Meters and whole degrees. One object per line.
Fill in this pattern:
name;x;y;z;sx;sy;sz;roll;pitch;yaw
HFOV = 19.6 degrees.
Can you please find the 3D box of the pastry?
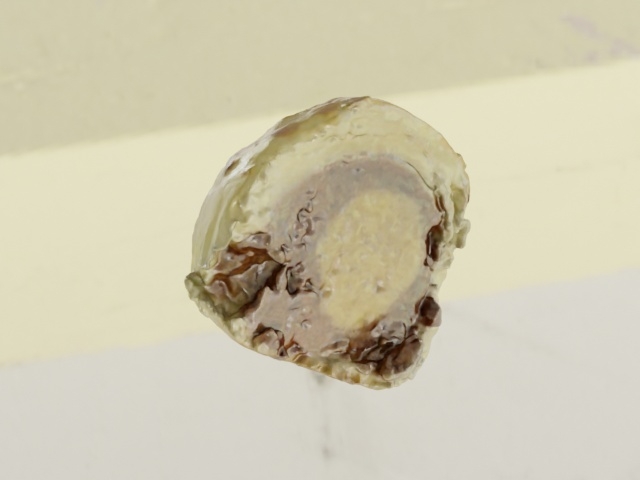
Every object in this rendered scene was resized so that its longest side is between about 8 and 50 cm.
pastry;-0.004;-0.008;1.613;0.170;0.256;0.237;12;-98;56
